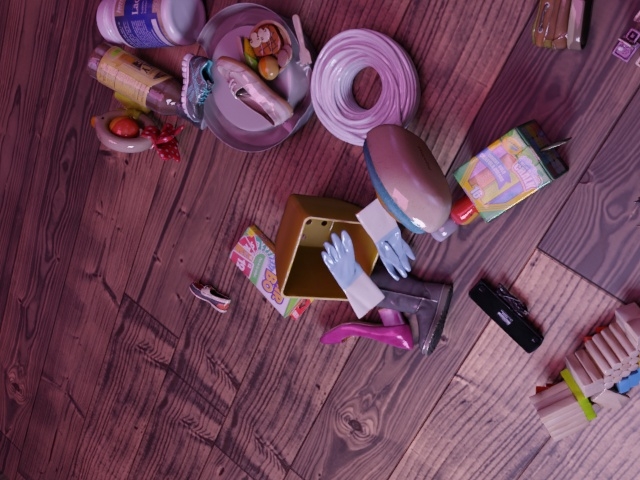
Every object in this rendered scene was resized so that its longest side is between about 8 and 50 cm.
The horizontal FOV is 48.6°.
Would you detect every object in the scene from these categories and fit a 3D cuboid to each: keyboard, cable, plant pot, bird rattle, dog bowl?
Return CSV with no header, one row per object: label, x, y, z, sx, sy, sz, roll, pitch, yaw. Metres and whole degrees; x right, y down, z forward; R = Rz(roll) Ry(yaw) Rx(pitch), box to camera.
keyboard,0.422,0.157,1.571,0.192,0.038,0.100,45,146,13
cable,0.101,-0.341,1.590,0.257,0.089,0.256,20,113,28
plant pot,0.000,0.000,1.671,0.187,0.212,0.212,55,134,51
bird rattle,-0.504,-0.294,1.937,0.253,0.207,0.143,52,143,20
dog bowl,-0.152,-0.395,1.728,0.349,0.102,0.348,10,109,30

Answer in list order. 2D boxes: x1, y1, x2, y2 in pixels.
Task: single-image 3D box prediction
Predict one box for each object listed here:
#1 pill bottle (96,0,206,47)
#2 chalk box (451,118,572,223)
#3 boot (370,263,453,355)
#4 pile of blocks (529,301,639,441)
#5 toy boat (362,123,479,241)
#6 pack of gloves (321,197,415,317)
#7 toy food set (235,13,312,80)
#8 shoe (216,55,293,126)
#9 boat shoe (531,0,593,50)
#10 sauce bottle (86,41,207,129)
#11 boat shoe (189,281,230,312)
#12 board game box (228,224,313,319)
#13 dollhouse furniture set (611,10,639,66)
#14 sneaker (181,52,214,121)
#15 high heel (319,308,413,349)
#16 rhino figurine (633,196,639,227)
pill bottle,-0.440,-0.575,1.830,0.265,0.153,0.153,6,107,31
chalk box,0.400,-0.153,1.425,0.213,0.132,0.132,-38,83,34
boot,0.188,0.157,1.654,0.209,0.076,0.189,12,67,22
pile of blocks,0.578,0.260,1.465,0.362,0.149,0.112,-50,32,24
toy boat,0.212,-0.091,1.481,0.148,0.318,0.267,-42,44,29
pack of gloves,0.104,0.031,1.595,0.046,0.195,0.232,32,157,53
toy food set,-0.119,-0.433,1.610,0.192,0.039,0.132,-10,98,35
shoe,-0.161,-0.342,1.624,0.219,0.058,0.076,39,160,7
boat shoe,0.447,-0.507,1.301,0.105,0.111,0.307,12,110,29
sauce bottle,-0.444,-0.403,1.879,0.345,0.111,0.111,29,119,2
boat shoe,-0.315,0.153,2.028,0.137,0.049,0.043,33,116,18
board game box,-0.128,0.090,1.900,0.259,0.039,0.124,45,124,11
dollhouse furniture set,0.591,-0.345,1.274,0.114,0.081,0.091,40,122,17
sneaker,-0.295,-0.371,1.730,0.076,0.065,0.166,9,110,27
high heel,0.113,0.247,1.760,0.244,0.082,0.117,-23,80,22
rhino figurine,0.666,-0.114,1.301,0.106,0.073,0.243,40,123,12
